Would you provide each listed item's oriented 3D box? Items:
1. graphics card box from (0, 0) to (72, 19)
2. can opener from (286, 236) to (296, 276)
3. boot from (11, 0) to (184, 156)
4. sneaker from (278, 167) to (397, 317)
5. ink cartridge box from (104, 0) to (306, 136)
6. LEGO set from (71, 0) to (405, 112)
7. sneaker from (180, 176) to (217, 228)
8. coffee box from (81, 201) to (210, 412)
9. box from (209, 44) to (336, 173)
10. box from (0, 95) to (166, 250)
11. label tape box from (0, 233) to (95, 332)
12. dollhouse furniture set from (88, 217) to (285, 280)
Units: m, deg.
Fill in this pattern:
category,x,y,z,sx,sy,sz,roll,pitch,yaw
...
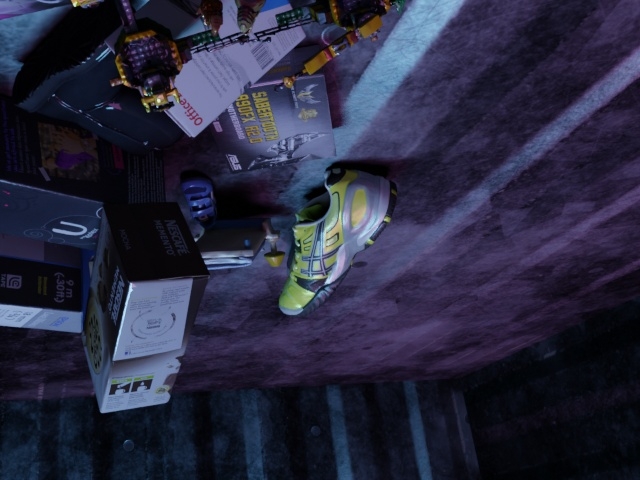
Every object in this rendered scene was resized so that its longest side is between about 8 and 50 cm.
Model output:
category,x,y,z,sx,sy,sz,roll,pitch,yaw
graphics card box,-0.437,-0.295,0.639,0.370,0.094,0.233,-11,156,4
can opener,-0.028,0.047,1.623,0.095,0.076,0.283,-35,165,-22
boot,-0.253,-0.206,0.902,0.246,0.094,0.207,-23,152,36
sneaker,0.000,0.000,1.377,0.147,0.145,0.385,25,123,-14
ink cartridge box,-0.127,-0.234,0.792,0.190,0.082,0.139,-41,153,-1
LEGO set,-0.069,-0.244,0.598,0.331,0.192,0.255,-11,121,-11
sneaker,-0.221,-0.071,1.269,0.053,0.059,0.144,-8,156,4
coffee box,-0.281,0.105,1.059,0.118,0.168,0.297,-3,134,-31
box,-0.076,-0.191,1.045,0.183,0.056,0.231,-8,157,2
box,-0.396,-0.090,1.061,0.270,0.143,0.165,13,148,-40
label tape box,-0.485,0.023,1.172,0.333,0.241,0.106,13,147,-42
dollhouse furniture set,-0.226,0.087,1.292,0.303,0.198,0.286,-3,-165,4
